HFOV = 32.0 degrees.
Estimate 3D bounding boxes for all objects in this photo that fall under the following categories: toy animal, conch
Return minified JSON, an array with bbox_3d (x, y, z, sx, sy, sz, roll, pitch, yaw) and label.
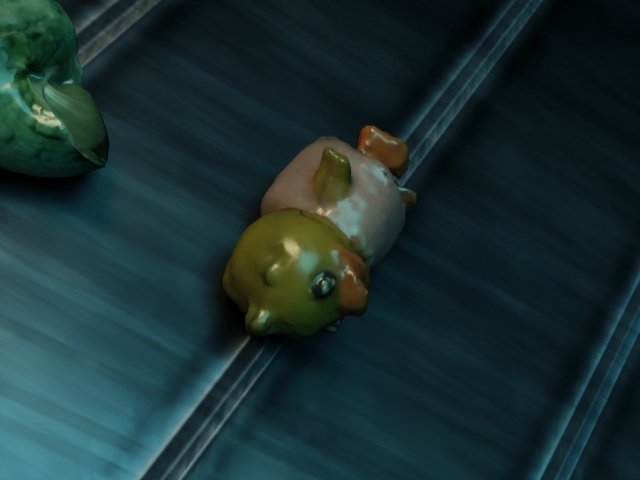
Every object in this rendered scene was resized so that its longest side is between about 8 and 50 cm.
[{"bbox_3d":[-0.005,0.001,1.250,0.169,0.195,0.281,9,48,20],"label":"toy animal"},{"bbox_3d":[-0.317,-0.169,1.178,0.196,0.134,0.202,50,30,-53],"label":"conch"}]
